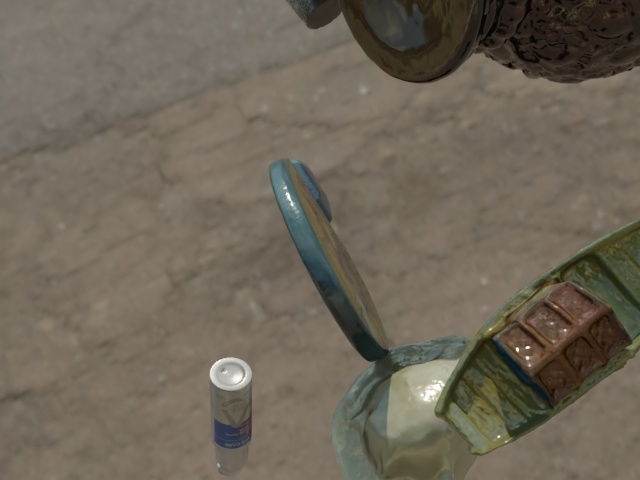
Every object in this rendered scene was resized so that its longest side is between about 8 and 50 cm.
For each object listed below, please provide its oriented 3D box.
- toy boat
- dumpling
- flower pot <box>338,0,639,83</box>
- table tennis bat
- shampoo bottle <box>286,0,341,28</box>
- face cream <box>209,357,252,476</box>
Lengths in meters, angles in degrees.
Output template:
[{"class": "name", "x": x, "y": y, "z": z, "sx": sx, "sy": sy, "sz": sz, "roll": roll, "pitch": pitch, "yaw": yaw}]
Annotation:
[{"class": "toy boat", "x": 0.132, "y": 0.044, "z": 0.859, "sx": 0.172, "sy": 0.065, "sz": 0.066, "roll": -39, "pitch": -4, "yaw": -6}, {"class": "dumpling", "x": 0.085, "y": 0.175, "z": 1.613, "sx": 0.155, "sy": 0.111, "sz": 0.181, "roll": -2, "pitch": 30, "yaw": 14}, {"class": "flower pot", "x": 0.170, "y": -0.257, "z": 1.487, "sx": 0.267, "sy": 0.267, "sz": 0.266, "roll": -19, "pitch": 23, "yaw": -35}, {"class": "table tennis bat", "x": 0.000, "y": 0.000, "z": 1.683, "sx": 0.044, "sy": 0.215, "sz": 0.329, "roll": -30, "pitch": 27, "yaw": 5}, {"class": "shampoo bottle", "x": -0.048, "y": -0.332, "z": 1.890, "sx": 0.057, "sy": 0.208, "sz": 0.063, "roll": -13, "pitch": -27, "yaw": -45}, {"class": "face cream", "x": -0.072, "y": 0.145, "z": 1.335, "sx": 0.034, "sy": 0.130, "sz": 0.034, "roll": 2, "pitch": 49, "yaw": -2}]
